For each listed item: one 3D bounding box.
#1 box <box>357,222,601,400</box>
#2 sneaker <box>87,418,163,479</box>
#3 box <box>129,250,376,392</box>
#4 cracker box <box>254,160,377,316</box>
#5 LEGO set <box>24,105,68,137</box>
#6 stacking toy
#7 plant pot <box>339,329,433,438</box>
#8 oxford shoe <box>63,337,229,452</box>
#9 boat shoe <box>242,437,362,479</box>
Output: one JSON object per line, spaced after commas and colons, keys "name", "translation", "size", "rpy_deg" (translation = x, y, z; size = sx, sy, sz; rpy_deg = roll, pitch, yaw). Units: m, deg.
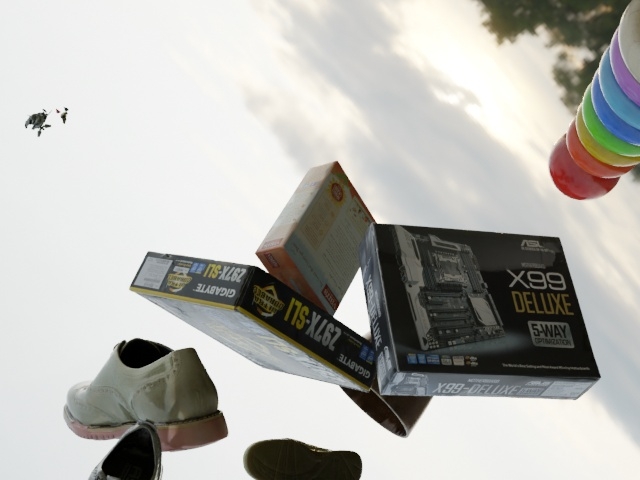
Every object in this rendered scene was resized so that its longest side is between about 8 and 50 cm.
{"name": "box", "translation": [0.220, 0.102, 1.526], "size": [0.308, 0.076, 0.242], "rpy_deg": [5, -125, -17]}
{"name": "sneaker", "translation": [-0.250, 0.315, 1.208], "size": [0.105, 0.115, 0.281], "rpy_deg": [14, -144, -1]}
{"name": "box", "translation": [-0.094, 0.126, 1.660], "size": [0.322, 0.257, 0.079], "rpy_deg": [37, -113, -41]}
{"name": "cracker box", "translation": [0.000, 0.000, 1.769], "size": [0.155, 0.067, 0.232], "rpy_deg": [57, -139, -25]}
{"name": "LEGO set", "translation": [-0.441, -0.195, 1.710], "size": [0.023, 0.083, 0.054], "rpy_deg": [49, -162, -50]}
{"name": "stacking toy", "translation": [0.343, -0.136, 1.188], "size": [0.141, 0.141, 0.330], "rpy_deg": [58, 162, 16]}
{"name": "plant pot", "translation": [0.168, 0.237, 2.148], "size": [0.215, 0.230, 0.215], "rpy_deg": [40, 163, 15]}
{"name": "oxford shoe", "translation": [-0.259, 0.208, 1.537], "size": [0.141, 0.397, 0.146], "rpy_deg": [-10, -88, -39]}
{"name": "boat shoe", "translation": [-0.025, 0.243, 1.167], "size": [0.153, 0.048, 0.056], "rpy_deg": [9, -99, -36]}
